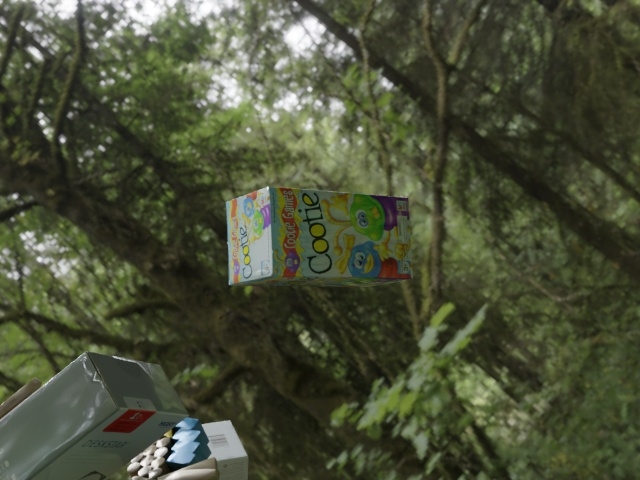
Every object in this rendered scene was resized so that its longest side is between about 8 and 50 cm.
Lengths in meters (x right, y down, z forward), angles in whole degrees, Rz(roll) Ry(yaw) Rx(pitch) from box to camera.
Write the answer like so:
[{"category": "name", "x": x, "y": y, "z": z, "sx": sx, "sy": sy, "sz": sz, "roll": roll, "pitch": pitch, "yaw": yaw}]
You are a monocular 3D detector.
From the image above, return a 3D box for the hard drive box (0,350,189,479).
[{"category": "hard drive box", "x": -0.316, "y": 0.252, "z": 1.150, "sx": 0.232, "sy": 0.089, "sz": 0.181, "roll": -39, "pitch": -23, "yaw": 8}]

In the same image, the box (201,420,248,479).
[{"category": "box", "x": -0.198, "y": 0.450, "z": 1.693, "sx": 0.091, "sy": 0.130, "sz": 0.170, "roll": -4, "pitch": -69, "yaw": -21}]

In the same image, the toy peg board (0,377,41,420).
[{"category": "toy peg board", "x": -0.477, "y": 0.325, "z": 1.380, "sx": 0.160, "sy": 0.079, "sz": 0.161, "roll": -44, "pitch": -14, "yaw": -51}]

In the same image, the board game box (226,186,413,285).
[{"category": "board game box", "x": 0.000, "y": 0.000, "z": 1.480, "sx": 0.275, "sy": 0.144, "sz": 0.142, "roll": 2, "pitch": -9, "yaw": -34}]

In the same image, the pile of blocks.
[{"category": "pile of blocks", "x": -0.192, "y": 0.351, "z": 1.225, "sx": 0.149, "sy": 0.112, "sz": 0.362, "roll": -19, "pitch": 27, "yaw": 3}]
